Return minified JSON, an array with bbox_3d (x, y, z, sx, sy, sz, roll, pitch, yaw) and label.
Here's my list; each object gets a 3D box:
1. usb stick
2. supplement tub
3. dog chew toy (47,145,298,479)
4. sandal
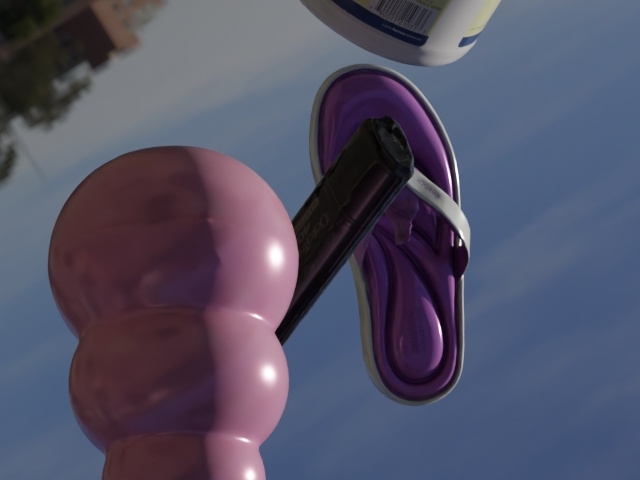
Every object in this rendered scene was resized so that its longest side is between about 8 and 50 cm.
[{"bbox_3d":[0.000,0.000,1.674,0.045,0.077,0.278,4,137,-36],"label":"usb stick"},{"bbox_3d":[0.124,-0.367,1.856,0.325,0.235,0.235,-58,176,30],"label":"supplement tub"},{"bbox_3d":[-0.115,0.096,1.474,0.207,0.331,0.206,-4,162,-1],"label":"dog chew toy"},{"bbox_3d":[0.103,-0.004,2.110,0.169,0.416,0.102,-17,-166,-13],"label":"sandal"}]
